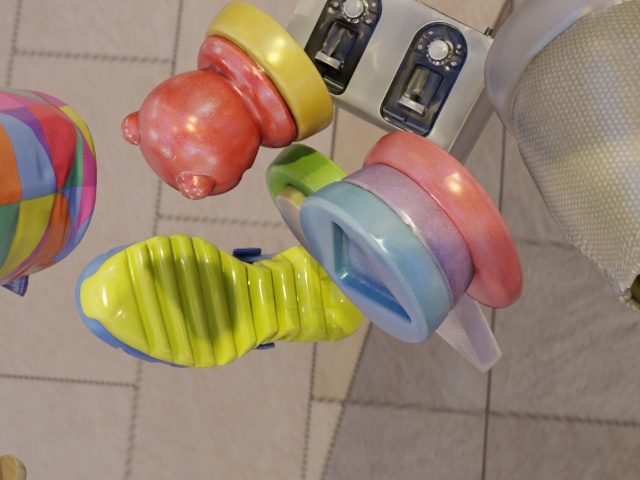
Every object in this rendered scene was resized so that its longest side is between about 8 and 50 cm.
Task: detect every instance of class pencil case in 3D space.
[{"bbox_3d":[-0.175,-0.017,0.687,0.104,0.236,0.104,1,94,11],"label":"pencil case"}]

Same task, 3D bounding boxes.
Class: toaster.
[{"bbox_3d":[0.064,-0.146,1.327,0.168,0.186,0.110,29,96,10],"label":"toaster"}]

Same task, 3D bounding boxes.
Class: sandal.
[{"bbox_3d":[-0.105,0.060,1.531,0.138,0.317,0.126,-6,82,45],"label":"sandal"}]

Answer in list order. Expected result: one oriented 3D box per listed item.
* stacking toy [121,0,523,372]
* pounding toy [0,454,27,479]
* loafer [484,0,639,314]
[{"bbox_3d":[0.000,0.000,1.227,0.130,0.279,0.309,-41,58,-17],"label":"stacking toy"},{"bbox_3d":[-0.366,0.224,1.434,0.154,0.155,0.269,-35,34,10],"label":"pounding toy"},{"bbox_3d":[0.155,0.018,0.447,0.268,0.102,0.092,23,46,-26],"label":"loafer"}]
